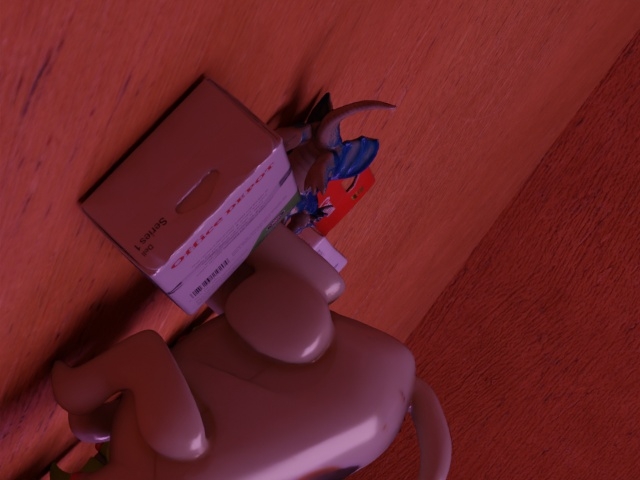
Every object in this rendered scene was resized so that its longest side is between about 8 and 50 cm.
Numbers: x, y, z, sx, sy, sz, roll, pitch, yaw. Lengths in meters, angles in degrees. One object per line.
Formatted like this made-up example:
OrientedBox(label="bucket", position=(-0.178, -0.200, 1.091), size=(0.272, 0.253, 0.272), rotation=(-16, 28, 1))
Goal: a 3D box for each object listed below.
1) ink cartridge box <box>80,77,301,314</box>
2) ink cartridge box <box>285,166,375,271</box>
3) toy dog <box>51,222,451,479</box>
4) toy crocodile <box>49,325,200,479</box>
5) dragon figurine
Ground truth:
OrientedBox(label="ink cartridge box", position=(-0.107, -0.033, 1.246), size=(0.160, 0.092, 0.219), rotation=(-47, 169, -7))
OrientedBox(label="ink cartridge box", position=(0.000, 0.000, 1.895), size=(0.239, 0.060, 0.275), rotation=(-46, 169, 0))
OrientedBox(label="toy dog", position=(-0.106, 0.234, 1.470), size=(0.408, 0.395, 0.284), rotation=(-52, -179, -23))
OrientedBox(label="toy crocodile", position=(-0.202, 0.209, 1.778), size=(0.340, 0.105, 0.115), rotation=(-50, 171, -12))
OrientedBox(label="dragon figurine", position=(0.002, -0.093, 1.474), size=(0.144, 0.085, 0.289), rotation=(-39, 171, -47))
